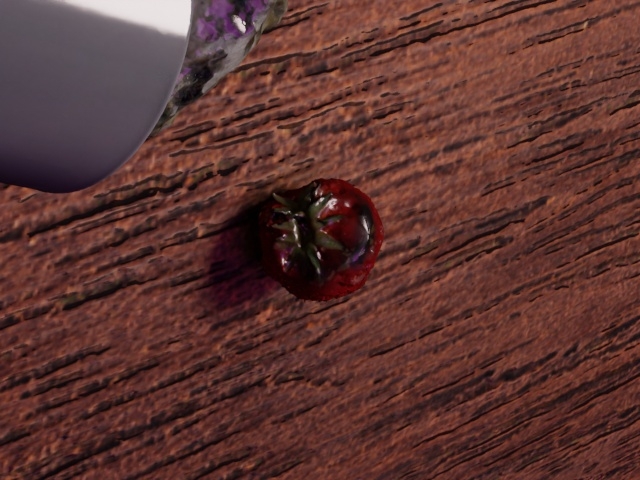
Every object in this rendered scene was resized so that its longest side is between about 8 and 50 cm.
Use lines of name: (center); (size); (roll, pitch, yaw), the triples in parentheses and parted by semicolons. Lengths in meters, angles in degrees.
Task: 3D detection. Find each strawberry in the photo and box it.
strawberry: (0.000, 0.001, 1.348); (0.106, 0.106, 0.106); (-24, 129, -33)

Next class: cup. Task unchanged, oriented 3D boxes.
cup: (-0.243, -0.148, 0.922); (0.312, 0.205, 0.205); (10, 106, -47)

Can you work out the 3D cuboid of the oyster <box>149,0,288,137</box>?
oyster: (-0.093, -0.177, 1.126); (0.198, 0.112, 0.268); (-13, 126, -39)
